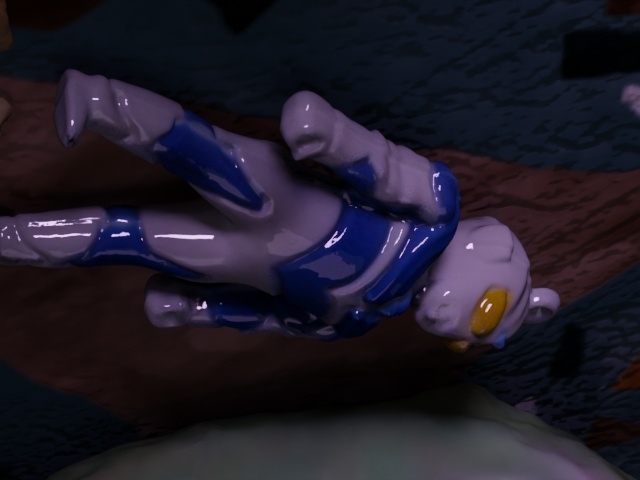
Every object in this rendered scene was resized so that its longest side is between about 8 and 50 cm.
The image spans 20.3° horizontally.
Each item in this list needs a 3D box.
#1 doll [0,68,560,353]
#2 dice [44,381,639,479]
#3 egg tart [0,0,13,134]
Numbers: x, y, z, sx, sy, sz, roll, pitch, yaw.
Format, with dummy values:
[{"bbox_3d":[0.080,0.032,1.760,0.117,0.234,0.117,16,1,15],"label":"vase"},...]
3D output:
[{"bbox_3d":[0.000,0.000,0.629,0.227,0.057,0.114,11,134,-31],"label":"doll"},{"bbox_3d":[0.013,0.273,0.782,0.318,0.330,0.322,-5,145,-5],"label":"dice"},{"bbox_3d":[-0.193,-0.009,0.464,0.232,0.098,0.252,-29,158,33],"label":"egg tart"}]
